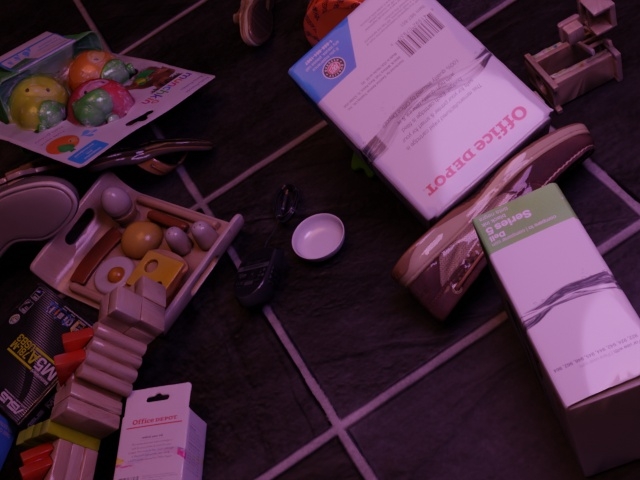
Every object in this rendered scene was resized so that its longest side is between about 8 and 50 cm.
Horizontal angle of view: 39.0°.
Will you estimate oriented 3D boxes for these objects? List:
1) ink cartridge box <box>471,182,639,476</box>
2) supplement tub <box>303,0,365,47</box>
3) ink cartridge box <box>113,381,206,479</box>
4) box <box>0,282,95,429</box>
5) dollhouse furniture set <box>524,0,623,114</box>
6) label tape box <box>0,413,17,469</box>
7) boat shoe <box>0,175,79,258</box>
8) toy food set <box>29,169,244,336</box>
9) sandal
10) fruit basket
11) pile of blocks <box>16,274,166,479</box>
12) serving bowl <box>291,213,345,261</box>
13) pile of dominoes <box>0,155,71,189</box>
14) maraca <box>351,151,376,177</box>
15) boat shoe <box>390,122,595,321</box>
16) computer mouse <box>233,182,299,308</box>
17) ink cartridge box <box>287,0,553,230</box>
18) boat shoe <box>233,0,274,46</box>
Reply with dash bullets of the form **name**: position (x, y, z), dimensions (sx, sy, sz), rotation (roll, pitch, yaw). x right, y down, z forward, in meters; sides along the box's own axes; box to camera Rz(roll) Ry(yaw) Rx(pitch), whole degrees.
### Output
- **ink cartridge box**: position (0.291, 0.103, 1.045), dimensions (0.115, 0.198, 0.272), rotation (-24, 49, 6)
- **supplement tub**: position (0.097, -0.468, 1.550), dimensions (0.207, 0.207, 0.338), rotation (3, 58, 26)
- **ink cartridge box**: position (-0.215, 0.290, 1.218), dimensions (0.104, 0.061, 0.181), rotation (-11, 53, 16)
- **box**: position (-0.445, 0.179, 1.414), dimensions (0.191, 0.045, 0.184), rotation (29, 68, 37)
- **dollhouse furniture set**: position (0.333, -0.277, 1.334), dimensions (0.182, 0.161, 0.101), rotation (-28, 49, 1)
- **label tape box**: position (-0.562, 0.236, 1.296), dimensions (0.334, 0.240, 0.106), rotation (24, 66, 34)
- **boat shoe**: position (-0.513, -0.042, 1.516), dimensions (0.335, 0.112, 0.095), rotation (-27, 31, 33)
- **toy food set**: position (-0.295, 0.009, 1.443), dimensions (0.306, 0.092, 0.219), rotation (18, 64, 33)
- **sandal**: position (-0.292, -0.137, 1.547), dimensions (0.219, 0.060, 0.090), rotation (-15, 17, -20)
- **fruit basket**: position (-0.421, -0.261, 1.605), dimensions (0.353, 0.165, 0.327), rotation (15, 44, 38)
- **pile of blocks**: position (-0.342, 0.205, 1.258), dimensions (0.149, 0.113, 0.362), rotation (1, 64, 52)
- **serving bowl**: position (0.000, 0.000, 1.362), dimensions (0.083, 0.027, 0.083), rotation (-12, 53, 16)
- **pile of dominoes**: position (-0.548, -0.108, 1.568), dimensions (0.196, 0.040, 0.251), rotation (-20, 5, 12)
- **maraca**: position (0.083, -0.190, 1.425), dimensions (0.127, 0.099, 0.185), rotation (-21, 68, 32)
- **boat shoe**: position (0.258, -0.021, 1.224), dimensions (0.342, 0.123, 0.123), rotation (-38, 76, -13)
- **computer mouse**: position (-0.072, 0.008, 1.388), dimensions (0.071, 0.041, 0.242), rotation (-11, 45, 37)
- **ink cartridge box**: position (0.142, -0.192, 1.293), dimensions (0.223, 0.129, 0.307), rotation (-42, 73, 0)
- **boat shoe**: position (-0.132, -0.424, 1.720), dimensions (0.072, 0.068, 0.190), rotation (-20, 39, 25)
